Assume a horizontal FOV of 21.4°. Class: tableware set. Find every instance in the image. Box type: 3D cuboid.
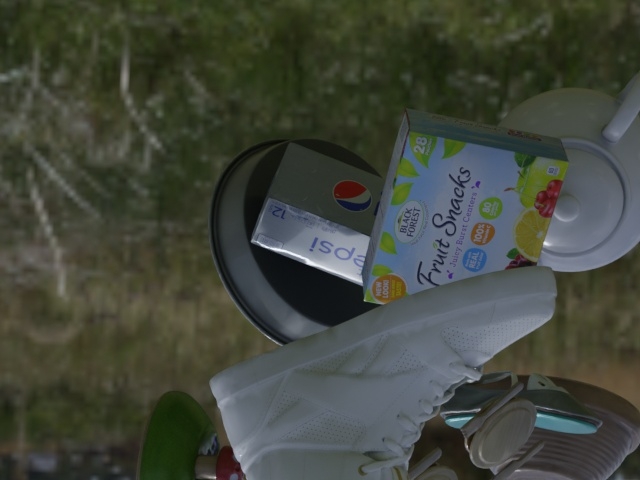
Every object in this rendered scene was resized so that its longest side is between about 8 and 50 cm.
[{"bbox_3d":[0.137,0.222,1.719,0.039,0.194,0.128,42,164,40],"label":"tableware set"}]

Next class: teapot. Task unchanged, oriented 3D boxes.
[{"bbox_3d":[0.316,-0.070,2.128,0.253,0.256,0.187,-11,-167,13],"label":"teapot"}]

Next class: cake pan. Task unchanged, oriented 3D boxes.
[{"bbox_3d":[0.000,0.000,2.092,0.293,0.293,0.054,6,156,-34],"label":"cake pan"}]

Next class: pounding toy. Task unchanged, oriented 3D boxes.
[{"bbox_3d":[-0.133,0.295,1.973,0.110,0.236,0.183,3,-165,14],"label":"pounding toy"}]

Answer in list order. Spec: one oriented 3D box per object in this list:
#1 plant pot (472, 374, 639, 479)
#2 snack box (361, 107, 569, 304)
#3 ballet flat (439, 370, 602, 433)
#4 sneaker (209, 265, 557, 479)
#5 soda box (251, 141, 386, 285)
[{"bbox_3d":[0.295,0.269,2.211,0.237,0.109,0.237,10,154,5],"label":"plant pot"},{"bbox_3d":[0.149,-0.021,1.801,0.175,0.207,0.070,11,-154,-7],"label":"snack box"},{"bbox_3d":[0.231,0.182,1.958,0.213,0.068,0.072,-3,154,40],"label":"ballet flat"},{"bbox_3d":[0.068,0.137,1.306,0.293,0.169,0.108,-24,161,20],"label":"sneaker"},{"bbox_3d":[0.072,-0.005,1.974,0.286,0.098,0.091,21,139,-3],"label":"soda box"}]
